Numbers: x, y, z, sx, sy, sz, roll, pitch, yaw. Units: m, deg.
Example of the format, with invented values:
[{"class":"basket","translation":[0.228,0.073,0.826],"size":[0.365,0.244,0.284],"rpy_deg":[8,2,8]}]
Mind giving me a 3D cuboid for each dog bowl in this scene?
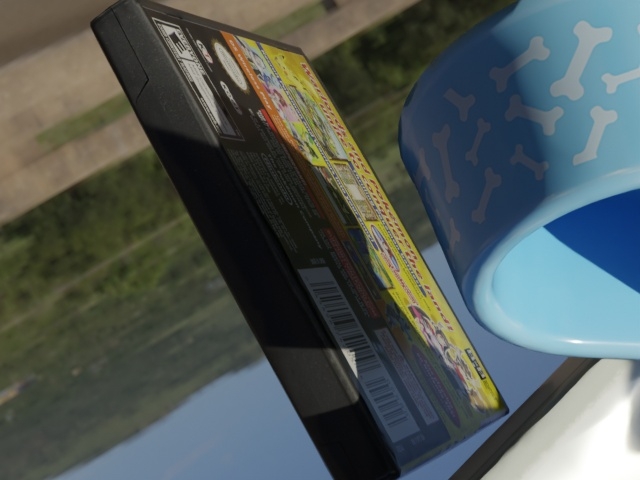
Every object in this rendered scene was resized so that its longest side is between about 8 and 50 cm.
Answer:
[{"class":"dog bowl","translation":[0.177,-0.015,0.550],"size":[0.297,0.074,0.166],"rpy_deg":[4,149,-15]}]

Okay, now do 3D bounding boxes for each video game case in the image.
[{"class":"video game case","translation":[0.000,0.000,0.830],"size":[0.035,0.275,0.248],"rpy_deg":[-32,170,17]}]

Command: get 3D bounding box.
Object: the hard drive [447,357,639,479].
[{"class":"hard drive","translation":[0.133,0.170,0.654],"size":[0.307,0.203,0.040],"rpy_deg":[-42,-169,-19]}]
